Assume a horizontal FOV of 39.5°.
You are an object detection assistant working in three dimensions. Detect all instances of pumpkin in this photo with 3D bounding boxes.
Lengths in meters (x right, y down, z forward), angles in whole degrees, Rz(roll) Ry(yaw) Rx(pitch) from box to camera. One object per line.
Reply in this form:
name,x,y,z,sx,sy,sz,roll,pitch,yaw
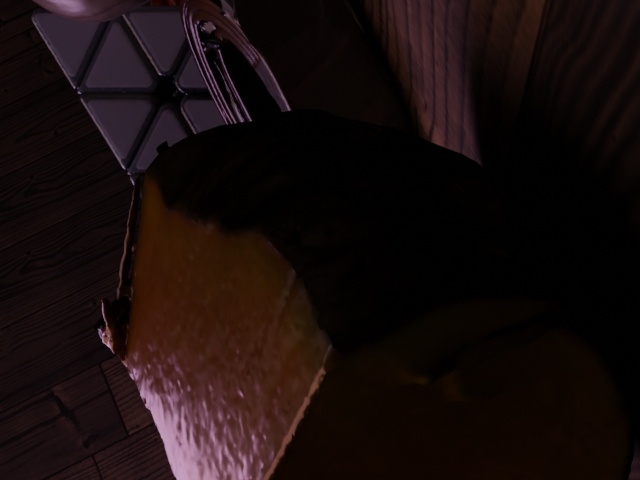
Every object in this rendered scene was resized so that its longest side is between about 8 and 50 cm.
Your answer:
pumpkin,0.034,0.074,0.517,0.303,0.256,0.225,35,-168,-40

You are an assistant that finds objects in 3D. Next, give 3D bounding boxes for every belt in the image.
belt,-0.018,-0.122,0.762,0.184,0.105,0.261,20,139,59

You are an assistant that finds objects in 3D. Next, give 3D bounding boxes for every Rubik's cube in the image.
Rubik's cube,-0.159,-0.182,1.051,0.228,0.233,0.229,42,155,34

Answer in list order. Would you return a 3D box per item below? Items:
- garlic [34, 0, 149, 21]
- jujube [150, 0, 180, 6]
garlic,-0.231,-0.387,0.893,0.317,0.259,0.318,-1,-90,-75
jujube,-0.159,-0.315,1.321,0.250,0.174,0.174,85,161,-51
